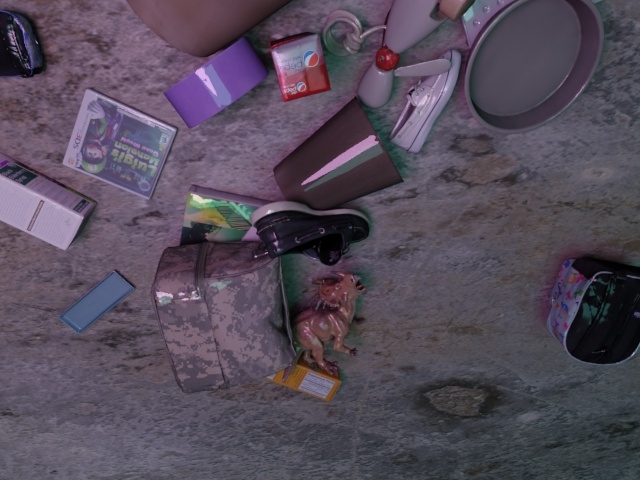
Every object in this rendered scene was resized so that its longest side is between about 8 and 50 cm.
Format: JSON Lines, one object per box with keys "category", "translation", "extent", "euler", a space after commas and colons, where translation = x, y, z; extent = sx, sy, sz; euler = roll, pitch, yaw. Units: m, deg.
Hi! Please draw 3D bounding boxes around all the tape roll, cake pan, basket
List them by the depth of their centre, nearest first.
{"category": "tape roll", "translation": [-0.195, -0.299, 0.947], "extent": [0.189, 0.189, 0.080], "euler": [-32, 113, 8]}
{"category": "cake pan", "translation": [0.424, -0.361, 1.022], "extent": [0.293, 0.054, 0.293], "euler": [-7, 130, -9]}
{"category": "basket", "translation": [0.029, -0.154, 1.058], "extent": [0.226, 0.154, 0.204], "euler": [-30, 102, 11]}

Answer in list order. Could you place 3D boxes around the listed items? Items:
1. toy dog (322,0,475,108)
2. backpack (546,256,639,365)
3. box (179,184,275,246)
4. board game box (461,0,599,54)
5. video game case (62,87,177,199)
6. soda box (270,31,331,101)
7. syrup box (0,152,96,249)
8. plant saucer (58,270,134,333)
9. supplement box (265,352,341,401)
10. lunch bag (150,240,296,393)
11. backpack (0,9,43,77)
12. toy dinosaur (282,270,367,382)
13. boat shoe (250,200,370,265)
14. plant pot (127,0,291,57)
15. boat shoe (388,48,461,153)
{"category": "toy dog", "translation": [0.179, -0.413, 0.944], "extent": [0.161, 0.333, 0.220], "euler": [-38, 99, -36]}
{"category": "backpack", "translation": [0.691, 0.174, 1.244], "extent": [0.225, 0.191, 0.254], "euler": [9, 105, -7]}
{"category": "box", "translation": [-0.213, 0.049, 1.168], "extent": [0.232, 0.058, 0.322], "euler": [10, 111, -11]}
{"category": "board game box", "translation": [0.412, -0.619, 0.948], "extent": [0.389, 0.050, 0.390], "euler": [-23, 114, 5]}
{"category": "video game case", "translation": [-0.423, -0.199, 1.057], "extent": [0.190, 0.022, 0.173], "euler": [23, 109, -15]}
{"category": "soda box", "translation": [-0.042, -0.323, 0.911], "extent": [0.083, 0.263, 0.092], "euler": [-14, 114, 1]}
{"category": "syrup box", "translation": [-0.612, -0.086, 1.046], "extent": [0.236, 0.093, 0.096], "euler": [30, 107, -17]}
{"category": "plant saucer", "translation": [-0.535, 0.147, 1.198], "extent": [0.192, 0.018, 0.067], "euler": [-38, 112, 10]}
{"category": "supplement box", "translation": [-0.065, 0.334, 1.297], "extent": [0.233, 0.078, 0.080], "euler": [27, 105, -17]}
{"category": "lunch bag", "translation": [-0.192, 0.156, 1.071], "extent": [0.255, 0.213, 0.305], "euler": [-7, 115, -2]}
{"category": "backpack", "translation": [-0.583, -0.368, 0.933], "extent": [0.104, 0.084, 0.114], "euler": [-2, 117, -4]}
{"category": "toy dinosaur", "translation": [-0.006, 0.198, 1.204], "extent": [0.295, 0.127, 0.200], "euler": [-37, 112, 0]}
{"category": "boat shoe", "translation": [0.003, -0.002, 1.047], "extent": [0.127, 0.113, 0.340], "euler": [-28, 160, 29]}
{"category": "plant pot", "translation": [-0.175, -0.474, 0.832], "extent": [0.323, 0.323, 0.280], "euler": [40, 120, -20]}
{"category": "boat shoe", "translation": [0.215, -0.294, 1.050], "extent": [0.075, 0.083, 0.226], "euler": [16, 111, -14]}
